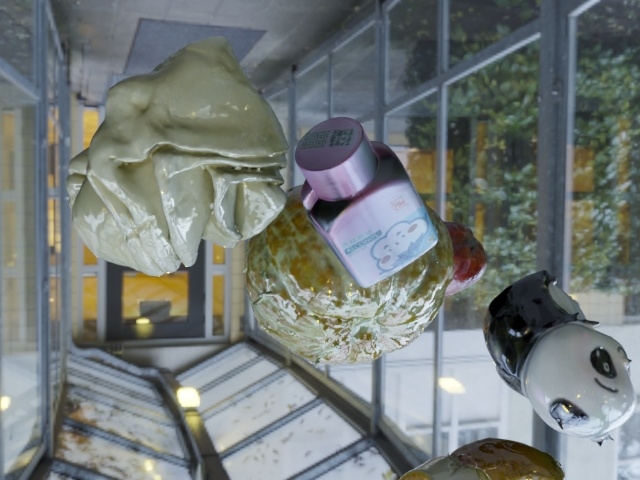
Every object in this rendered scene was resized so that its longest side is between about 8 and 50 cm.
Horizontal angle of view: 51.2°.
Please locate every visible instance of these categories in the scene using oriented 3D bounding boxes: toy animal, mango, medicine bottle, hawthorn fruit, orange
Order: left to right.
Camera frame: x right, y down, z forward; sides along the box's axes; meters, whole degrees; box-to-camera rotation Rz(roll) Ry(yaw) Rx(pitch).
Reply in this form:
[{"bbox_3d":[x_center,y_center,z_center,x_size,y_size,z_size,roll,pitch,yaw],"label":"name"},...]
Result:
[{"bbox_3d":[0.046,0.051,1.034,0.329,0.329,0.249,1,-137,-9],"label":"orange"},{"bbox_3d":[0.045,-0.045,0.758,0.119,0.188,0.094,-33,-136,2],"label":"medicine bottle"},{"bbox_3d":[0.274,0.042,1.482,0.173,0.173,0.179,0,151,-17],"label":"hawthorn fruit"},{"bbox_3d":[0.346,0.458,1.287,0.249,0.151,0.156,-10,167,32],"label":"mango"},{"bbox_3d":[0.476,0.242,1.320,0.251,0.251,0.310,0,-142,-16],"label":"toy animal"}]

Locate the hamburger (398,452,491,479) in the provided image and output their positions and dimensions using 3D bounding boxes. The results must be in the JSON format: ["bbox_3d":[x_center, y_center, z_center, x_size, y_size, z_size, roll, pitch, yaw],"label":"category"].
[{"bbox_3d":[0.129,0.331,0.699,0.116,0.210,0.173,9,-164,-12],"label":"hamburger"}]

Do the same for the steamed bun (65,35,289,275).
[{"bbox_3d":[-0.170,-0.070,0.832,0.289,0.203,0.276,-38,170,-8],"label":"steamed bun"}]
